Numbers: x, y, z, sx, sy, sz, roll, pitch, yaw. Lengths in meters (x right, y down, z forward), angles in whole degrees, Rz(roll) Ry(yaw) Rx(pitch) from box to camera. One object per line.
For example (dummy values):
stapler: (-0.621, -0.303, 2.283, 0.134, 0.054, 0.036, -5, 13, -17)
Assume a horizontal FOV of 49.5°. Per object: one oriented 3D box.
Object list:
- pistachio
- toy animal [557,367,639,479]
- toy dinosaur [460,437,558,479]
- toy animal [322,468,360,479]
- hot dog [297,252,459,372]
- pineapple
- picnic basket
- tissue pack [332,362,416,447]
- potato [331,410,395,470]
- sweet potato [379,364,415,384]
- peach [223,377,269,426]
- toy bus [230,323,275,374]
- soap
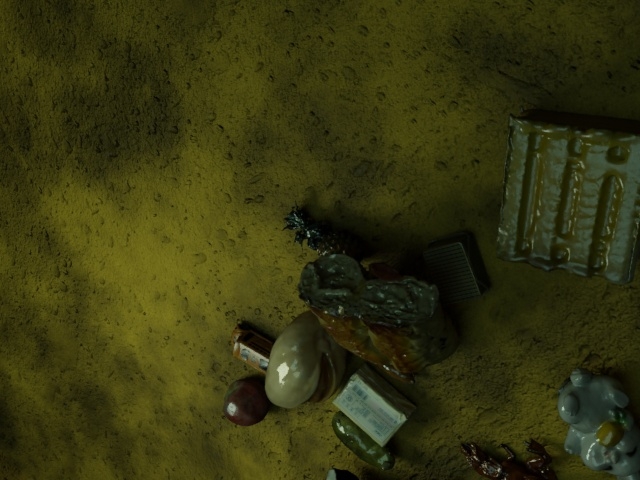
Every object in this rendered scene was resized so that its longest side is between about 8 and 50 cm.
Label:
pistachio: (-0.044, 0.343, 1.967, 0.230, 0.230, 0.308, 34, 126, 16)
toy animal: (0.674, 0.439, 1.601, 0.325, 0.154, 0.208, 35, 103, -9)
toy dinosaur: (0.558, 0.625, 1.772, 0.432, 0.097, 0.208, 31, 136, 22)
toy animal: (0.111, 0.805, 2.051, 0.267, 0.212, 0.212, 29, 127, -17)
hot dog: (0.165, 0.194, 1.731, 0.367, 0.196, 0.365, 13, 151, 31)
pineapple: (0.000, 0.000, 1.864, 0.251, 0.125, 0.125, 37, 124, 22)
picnic basket: (0.335, 0.069, 1.700, 0.115, 0.079, 0.164, -17, 99, 35)
tissue pack: (0.152, 0.465, 1.960, 0.196, 0.092, 0.148, 41, 124, 13)
potato: (0.123, 0.581, 2.016, 0.225, 0.090, 0.117, 39, 162, 19)
sweet potato: (0.180, 0.329, 1.913, 0.202, 0.055, 0.058, 42, 103, 12)
peach: (-0.233, 0.520, 2.193, 0.152, 0.152, 0.152, 12, 114, 27)
toy bus: (-0.201, 0.336, 2.126, 0.195, 0.088, 0.083, 26, 121, 21)
soap: (0.537, -0.100, 1.466, 0.294, 0.156, 0.335, 9, 113, 25)
